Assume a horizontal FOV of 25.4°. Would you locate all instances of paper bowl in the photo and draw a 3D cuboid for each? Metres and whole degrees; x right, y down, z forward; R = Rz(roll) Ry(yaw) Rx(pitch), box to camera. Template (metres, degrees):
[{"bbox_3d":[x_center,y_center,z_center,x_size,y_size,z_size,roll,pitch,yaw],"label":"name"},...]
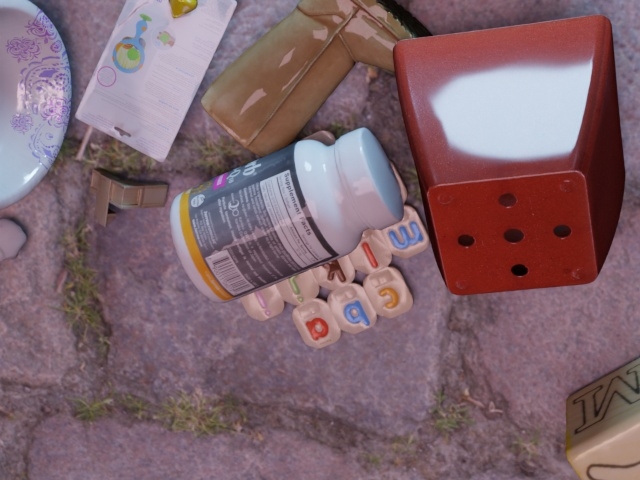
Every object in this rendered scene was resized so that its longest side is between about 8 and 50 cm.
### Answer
[{"bbox_3d":[-0.468,-0.185,1.841,0.148,0.284,0.284,13,111,28],"label":"paper bowl"}]

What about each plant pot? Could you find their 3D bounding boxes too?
[{"bbox_3d":[0.235,-0.082,1.719,0.267,0.236,0.267,-6,132,12],"label":"plant pot"}]

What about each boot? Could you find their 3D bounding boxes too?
[{"bbox_3d":[0.014,-0.203,1.853,0.236,0.089,0.269,43,113,-2],"label":"boot"}]

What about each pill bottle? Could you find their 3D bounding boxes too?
[{"bbox_3d":[-0.043,-0.036,1.852,0.278,0.162,0.162,-22,103,16],"label":"pill bottle"}]

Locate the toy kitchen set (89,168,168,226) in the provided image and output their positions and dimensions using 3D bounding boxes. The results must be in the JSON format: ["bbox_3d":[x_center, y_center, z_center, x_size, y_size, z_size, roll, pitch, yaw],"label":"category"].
[{"bbox_3d":[-0.271,-0.056,1.977,0.083,0.075,0.068,28,113,44],"label":"toy kitchen set"}]

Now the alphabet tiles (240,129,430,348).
[{"bbox_3d":[0.000,0.000,1.950,0.284,0.021,0.278,-24,100,17],"label":"alphabet tiles"}]

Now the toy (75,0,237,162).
[{"bbox_3d":[-0.215,-0.241,1.893,0.137,0.056,0.237,28,106,5],"label":"toy"}]

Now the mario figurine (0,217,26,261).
[{"bbox_3d":[-0.543,0.028,2.029,0.198,0.170,0.321,18,103,43],"label":"mario figurine"}]

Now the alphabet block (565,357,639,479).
[{"bbox_3d":[0.453,0.269,1.864,0.197,0.193,0.192,-31,99,18],"label":"alphabet block"}]
